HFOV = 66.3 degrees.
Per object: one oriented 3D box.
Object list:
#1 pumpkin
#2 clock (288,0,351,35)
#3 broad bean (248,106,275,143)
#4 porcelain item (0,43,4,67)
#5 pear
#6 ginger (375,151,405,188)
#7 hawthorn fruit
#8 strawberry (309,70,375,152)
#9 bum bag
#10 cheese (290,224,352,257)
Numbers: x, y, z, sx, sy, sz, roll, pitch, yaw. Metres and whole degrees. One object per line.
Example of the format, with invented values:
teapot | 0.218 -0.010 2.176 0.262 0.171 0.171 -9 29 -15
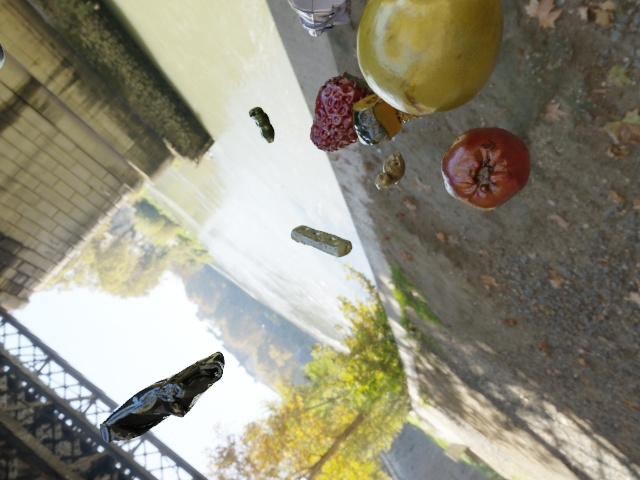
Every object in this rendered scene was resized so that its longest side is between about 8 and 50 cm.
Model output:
pumpkin | 0.245 -0.442 1.680 0.190 0.280 0.139 -80 -33 -60
clock | -0.003 -0.666 1.374 0.189 0.189 0.254 37 -179 8
broad bean | -0.183 -0.372 1.558 0.046 0.065 0.254 3 170 8
porcelain item | -1.056 -0.566 1.483 0.147 0.147 0.114 44 -165 -29
pear | 0.223 -0.414 1.018 0.314 0.314 0.314 37 169 8
ginger | 0.212 -0.209 1.454 0.067 0.096 0.165 22 -152 16
hawthorn fruit | 0.442 -0.196 1.273 0.211 0.299 0.211 15 117 32
strawberry | 0.103 -0.505 2.042 0.295 0.345 0.317 34 -153 3
bum bag | -0.286 0.295 0.892 0.142 0.326 0.080 -16 -106 -59
cheese | 0.000 0.000 1.294 0.194 0.065 0.043 18 117 40
